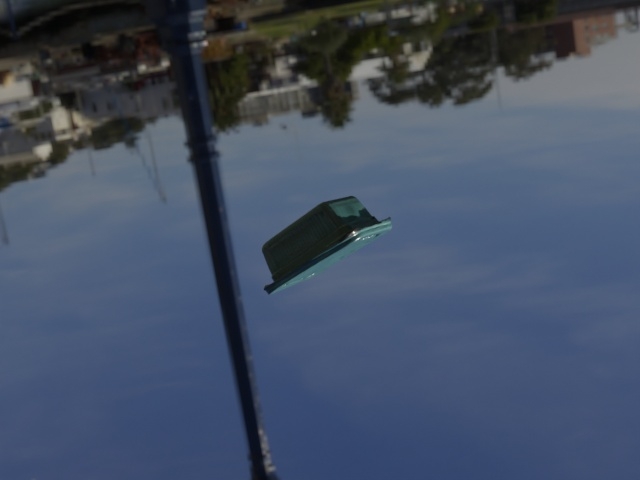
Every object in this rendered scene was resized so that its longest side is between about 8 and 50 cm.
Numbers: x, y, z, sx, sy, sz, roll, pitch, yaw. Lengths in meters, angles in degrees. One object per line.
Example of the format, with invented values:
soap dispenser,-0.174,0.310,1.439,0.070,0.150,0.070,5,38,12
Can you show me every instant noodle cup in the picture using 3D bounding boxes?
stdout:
instant noodle cup,0.000,0.000,1.450,0.157,0.070,0.179,-34,175,20
